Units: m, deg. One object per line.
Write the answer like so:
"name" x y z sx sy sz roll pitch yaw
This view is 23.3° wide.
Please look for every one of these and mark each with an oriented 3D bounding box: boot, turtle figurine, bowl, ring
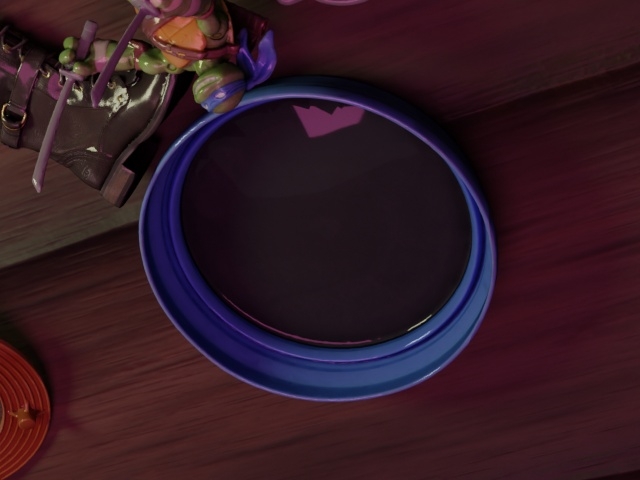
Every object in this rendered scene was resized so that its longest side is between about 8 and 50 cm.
"boot" -0.266 -0.172 1.635 0.229 0.091 0.263 30 117 -1
"turtle figurine" -0.196 -0.229 1.466 0.274 0.198 0.266 -22 80 -7
"bowl" 0.000 0.000 1.694 0.391 0.077 0.391 5 122 8
"ring" -0.498 0.219 1.885 0.336 0.032 0.336 -6 134 -7

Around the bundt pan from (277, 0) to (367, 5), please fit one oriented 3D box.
"bundt pan" 0.001 -0.388 1.410 0.331 0.124 0.331 0 121 1
